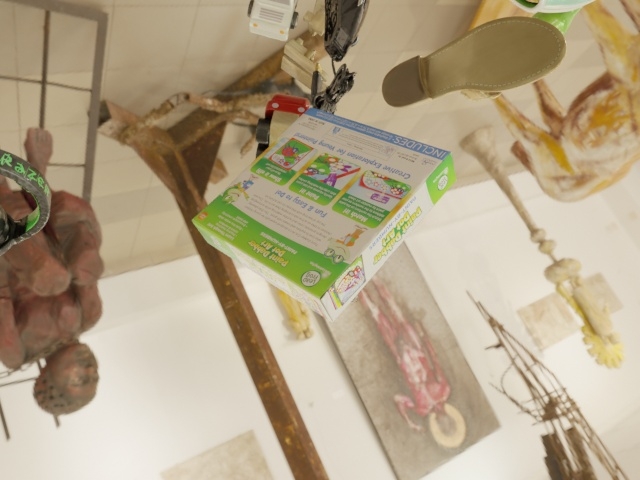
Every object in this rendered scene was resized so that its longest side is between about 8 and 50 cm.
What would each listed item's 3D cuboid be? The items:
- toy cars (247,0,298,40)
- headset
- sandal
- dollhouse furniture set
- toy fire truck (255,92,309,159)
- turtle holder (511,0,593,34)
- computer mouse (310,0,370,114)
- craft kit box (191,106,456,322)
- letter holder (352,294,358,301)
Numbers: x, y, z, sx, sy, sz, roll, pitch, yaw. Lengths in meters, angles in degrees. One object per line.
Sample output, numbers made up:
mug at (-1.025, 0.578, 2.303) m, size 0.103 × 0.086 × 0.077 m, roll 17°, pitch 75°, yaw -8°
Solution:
toy cars at (0.001, -0.558, 1.136) m, size 0.394 × 0.176 × 0.087 m, roll -35°, pitch 172°, yaw -12°
headset at (-0.725, -0.076, 1.112) m, size 0.394 × 0.185 × 0.243 m, roll -22°, pitch 144°, yaw 10°
sandal at (0.202, -0.221, 0.738) m, size 0.240 × 0.088 × 0.079 m, roll -7°, pitch 179°, yaw 37°
dollhouse furniture set at (0.017, -0.405, 1.168) m, size 0.151 × 0.123 × 0.144 m, roll -54°, pitch -177°, yaw -10°
toy fire truck at (-0.054, -0.271, 1.342) m, size 0.159 × 0.246 × 0.217 m, roll 9°, pitch 148°, yaw 0°
turtle holder at (0.441, -0.538, 1.052) m, size 0.227 × 0.243 × 0.320 m, roll -43°, pitch 178°, yaw -1°
computer mouse at (0.033, -0.324, 0.896) m, size 0.060 × 0.262 × 0.184 m, roll 4°, pitch 170°, yaw -15°
craft kit box at (0.000, -0.051, 0.725) m, size 0.246 × 0.250 × 0.061 m, roll -45°, pitch 138°, yaw -20°
letter holder at (0.000, 0.000, 1.543) m, size 0.214 × 0.301 × 0.152 m, roll 4°, pitch -170°, yaw -24°
